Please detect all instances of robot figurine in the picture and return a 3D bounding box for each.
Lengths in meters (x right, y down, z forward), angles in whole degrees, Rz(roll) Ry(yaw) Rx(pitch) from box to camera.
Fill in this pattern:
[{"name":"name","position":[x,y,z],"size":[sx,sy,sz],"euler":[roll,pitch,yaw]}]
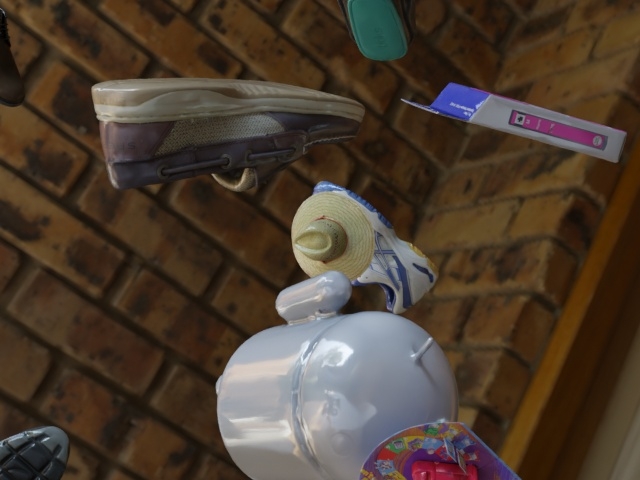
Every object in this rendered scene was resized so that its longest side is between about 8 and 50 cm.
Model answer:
[{"name":"robot figurine","position":[0.017,0.187,1.223],"size":[0.353,0.199,0.300],"euler":[-14,-89,53]}]

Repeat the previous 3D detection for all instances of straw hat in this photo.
[{"name":"straw hat","position":[0.000,0.000,1.492],"size":[0.144,0.145,0.061],"euler":[15,15,33]}]

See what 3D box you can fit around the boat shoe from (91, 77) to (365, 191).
[{"name":"boat shoe","position":[-0.072,-0.088,0.901],"size":[0.102,0.092,0.285],"euler":[14,13,37]}]

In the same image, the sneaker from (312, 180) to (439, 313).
[{"name":"sneaker","position":[0.083,0.017,1.996],"size":[0.296,0.131,0.112],"euler":[42,-5,-8]}]

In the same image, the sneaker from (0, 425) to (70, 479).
[{"name":"sneaker","position":[-0.428,0.336,1.423],"size":[0.101,0.267,0.106],"euler":[45,11,-3]}]

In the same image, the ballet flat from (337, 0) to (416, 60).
[{"name":"ballet flat","position":[0.048,-0.277,1.055],"size":[0.095,0.096,0.280],"euler":[3,-15,6]}]

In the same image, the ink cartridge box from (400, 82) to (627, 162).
[{"name":"ink cartridge box","position":[0.346,-0.220,1.911],"size":[0.370,0.069,0.176],"euler":[10,12,-20]}]

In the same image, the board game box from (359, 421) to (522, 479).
[{"name":"board game box","position":[0.119,0.250,1.030],"size":[0.133,0.033,0.169],"euler":[-34,-65,23]}]

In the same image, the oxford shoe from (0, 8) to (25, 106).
[{"name":"oxford shoe","position":[-0.542,-0.325,1.734],"size":[0.096,0.083,0.227],"euler":[-28,-88,41]}]
